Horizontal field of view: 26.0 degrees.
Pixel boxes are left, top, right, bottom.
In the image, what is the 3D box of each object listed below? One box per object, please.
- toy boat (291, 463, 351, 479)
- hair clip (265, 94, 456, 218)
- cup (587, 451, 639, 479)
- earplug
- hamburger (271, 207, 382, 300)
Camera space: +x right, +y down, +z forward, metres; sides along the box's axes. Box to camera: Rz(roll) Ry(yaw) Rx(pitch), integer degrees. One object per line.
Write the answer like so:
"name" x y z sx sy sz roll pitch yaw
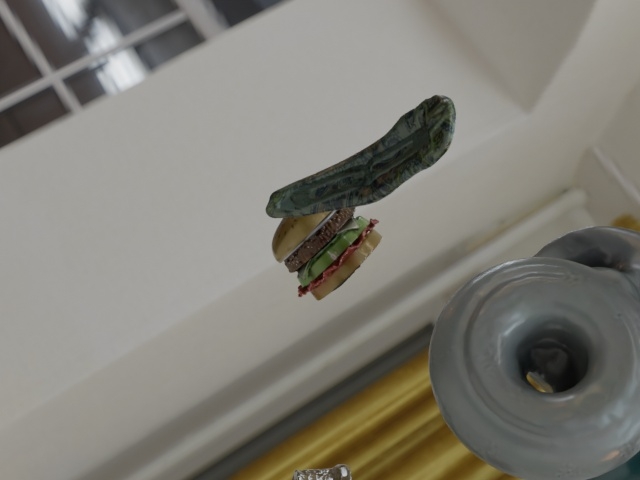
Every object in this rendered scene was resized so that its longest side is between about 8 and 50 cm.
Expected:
"toy boat" -0.007 0.310 1.413 0.116 0.061 0.188 102 -5 -52
"hair clip" 0.040 -0.066 1.250 0.229 0.036 0.066 -26 -119 37
"cup" 0.439 0.305 2.013 0.173 0.167 0.300 -53 -128 28
"earplug" 0.234 0.105 1.294 0.214 0.325 0.175 39 -53 19
"hamburger" 0.002 -0.002 2.158 0.137 0.175 0.175 47 -19 -6
